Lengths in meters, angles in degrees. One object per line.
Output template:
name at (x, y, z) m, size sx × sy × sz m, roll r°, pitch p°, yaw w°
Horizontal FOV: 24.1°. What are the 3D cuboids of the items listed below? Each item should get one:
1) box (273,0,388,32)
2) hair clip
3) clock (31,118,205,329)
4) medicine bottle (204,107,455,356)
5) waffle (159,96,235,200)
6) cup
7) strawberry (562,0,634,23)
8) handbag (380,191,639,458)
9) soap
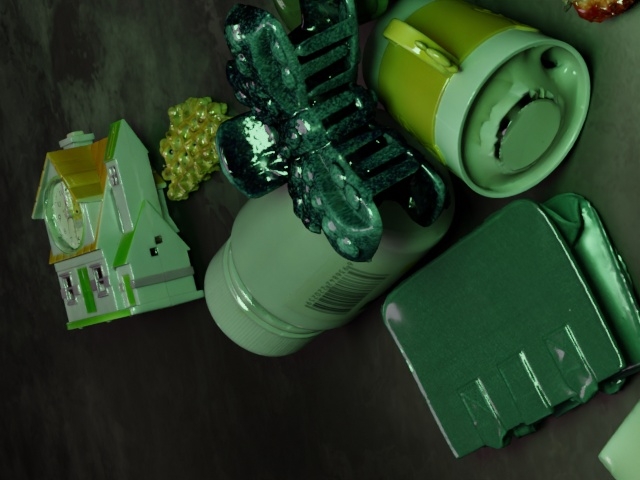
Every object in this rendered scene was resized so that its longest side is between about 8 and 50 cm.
box at (0.009, -0.418, 1.728) m, size 0.328 × 0.178 × 0.253 m, roll 63°, pitch 158°, yaw -11°
hair clip at (0.001, -0.127, 1.635) m, size 0.310 × 0.194 × 0.206 m, roll 64°, pitch 160°, yaw -5°
clock at (-0.335, -0.029, 2.348) m, size 0.235 × 0.166 × 0.309 m, roll -15°, pitch 87°, yaw 52°
medicine bottle at (0.000, 0.000, 1.908) m, size 0.339 × 0.208 × 0.208 m, roll -45°, pitch 66°, yaw 48°
waffle at (-0.178, -0.133, 2.219) m, size 0.192 × 0.046 × 0.160 m, roll 9°, pitch 105°, yaw 50°
cup at (0.150, -0.184, 1.658) m, size 0.185 × 0.241 × 0.226 m, roll -54°, pitch 44°, yaw 5°
strawberry at (0.309, -0.290, 1.568) m, size 0.152 × 0.048 × 0.104 m, roll -37°, pitch 65°, yaw 35°
handbag at (0.227, 0.103, 1.756) m, size 0.326 × 0.089 × 0.238 m, roll -38°, pitch 71°, yaw 48°
soap at (0.388, 0.215, 1.608) m, size 0.121 × 0.064 × 0.183 m, roll 52°, pitch 136°, yaw 27°
